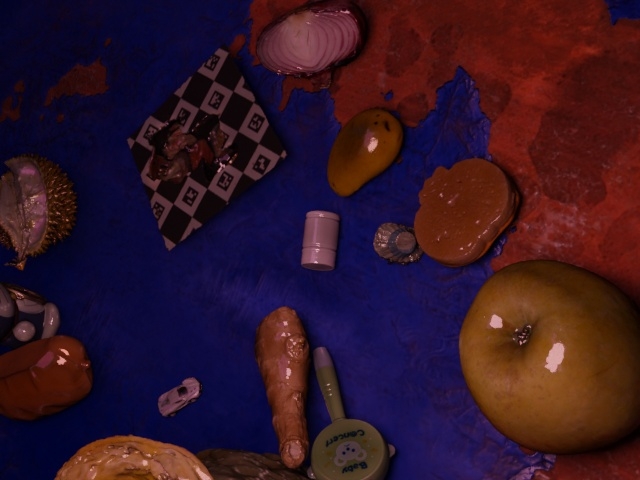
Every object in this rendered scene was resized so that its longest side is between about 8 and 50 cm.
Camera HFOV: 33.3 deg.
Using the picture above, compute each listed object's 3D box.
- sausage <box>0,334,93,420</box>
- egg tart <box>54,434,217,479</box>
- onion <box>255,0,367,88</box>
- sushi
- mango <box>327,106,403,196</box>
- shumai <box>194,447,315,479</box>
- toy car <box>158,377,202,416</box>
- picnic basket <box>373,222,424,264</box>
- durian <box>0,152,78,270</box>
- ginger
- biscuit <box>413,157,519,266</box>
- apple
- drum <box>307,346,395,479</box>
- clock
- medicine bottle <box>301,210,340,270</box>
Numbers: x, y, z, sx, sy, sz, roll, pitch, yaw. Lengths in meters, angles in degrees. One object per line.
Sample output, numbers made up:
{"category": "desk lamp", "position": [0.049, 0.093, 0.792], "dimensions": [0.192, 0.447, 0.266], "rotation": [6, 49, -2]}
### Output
{"category": "sausage", "position": [-0.524, 0.258, 1.998], "dimensions": [0.241, 0.136, 0.120], "rotation": [-26, 31, 30]}
{"category": "egg tart", "position": [-0.229, 0.379, 1.344], "dimensions": [0.288, 0.118, 0.288], "rotation": [-6, 76, 23]}
{"category": "onion", "position": [-0.006, -0.345, 1.824], "dimensions": [0.206, 0.151, 0.098], "rotation": [-6, 38, 24]}
{"category": "sushi", "position": [-0.199, -0.163, 1.932], "dimensions": [0.292, 0.059, 0.294], "rotation": [-39, 56, 21]}
{"category": "mango", "position": [0.066, -0.140, 1.719], "dimensions": [0.161, 0.076, 0.103], "rotation": [-52, 58, 22]}
{"category": "shumai", "position": [-0.164, 0.456, 1.542], "dimensions": [0.398, 0.323, 0.324], "rotation": [14, 82, 37]}
{"category": "toy car", "position": [-0.243, 0.269, 1.848], "dimensions": [0.093, 0.025, 0.041], "rotation": [-38, 58, 22]}
{"category": "picnic basket", "position": [0.119, 0.006, 1.641], "dimensions": [0.083, 0.083, 0.065], "rotation": [-178, 98, -76]}
{"category": "durian", "position": [-0.551, -0.046, 2.109], "dimensions": [0.194, 0.138, 0.237], "rotation": [-7, 69, 32]}
{"category": "ginger", "position": [-0.049, 0.224, 1.633], "dimensions": [0.294, 0.086, 0.131], "rotation": [-102, 30, -47]}
{"category": "biscuit", "position": [0.213, -0.043, 1.593], "dimensions": [0.170, 0.050, 0.170], "rotation": [-19, 55, 30]}
{"category": "apple", "position": [0.299, 0.149, 1.372], "dimensions": [0.261, 0.194, 0.260], "rotation": [-18, 62, 39]}
{"category": "drum", "position": [0.011, 0.277, 1.610], "dimensions": [0.130, 0.049, 0.253], "rotation": [-27, 50, -12]}
{"category": "clock", "position": [-0.619, 0.143, 2.033], "dimensions": [0.200, 0.243, 0.146], "rotation": [27, 94, 37]}
{"category": "medicine bottle", "position": [0.000, 0.000, 1.732], "dimensions": [0.057, 0.057, 0.089], "rotation": [-5, 73, 36]}
